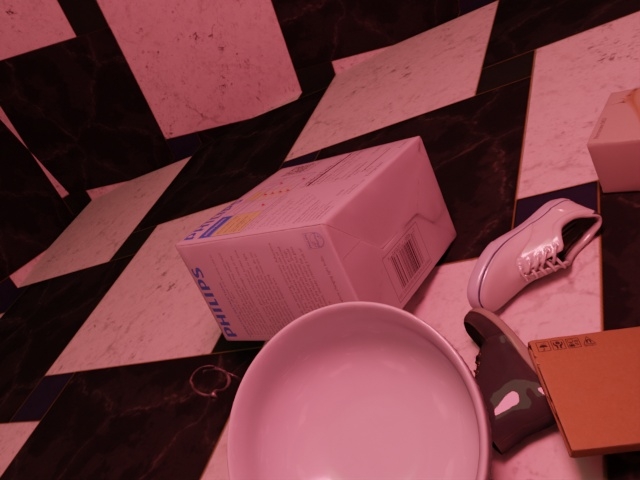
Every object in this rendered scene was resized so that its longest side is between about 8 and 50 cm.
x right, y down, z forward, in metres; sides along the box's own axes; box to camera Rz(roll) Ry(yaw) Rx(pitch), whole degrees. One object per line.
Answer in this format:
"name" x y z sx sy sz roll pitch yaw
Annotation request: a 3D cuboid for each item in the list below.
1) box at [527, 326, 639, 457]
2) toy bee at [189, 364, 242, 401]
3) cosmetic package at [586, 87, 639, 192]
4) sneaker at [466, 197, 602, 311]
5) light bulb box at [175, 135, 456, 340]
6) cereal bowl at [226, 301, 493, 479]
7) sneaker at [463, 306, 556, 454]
"box" 0.367 0.169 0.704 0.201 0.021 0.164 -8 36 5
"toy bee" -0.033 0.248 0.972 0.298 0.162 0.195 5 34 14
"cosmetic package" 0.609 -0.172 0.944 0.309 0.113 0.160 0 44 45
"sneaker" 0.339 0.021 0.950 0.258 0.094 0.091 -42 25 -15
"light bulb box" 0.000 0.000 1.129 0.361 0.225 0.358 -7 24 41
"cereal bowl" 0.055 0.260 0.778 0.339 0.141 0.339 -9 65 19
"sneaker" 0.230 0.182 0.831 0.118 0.083 0.222 -34 30 0
